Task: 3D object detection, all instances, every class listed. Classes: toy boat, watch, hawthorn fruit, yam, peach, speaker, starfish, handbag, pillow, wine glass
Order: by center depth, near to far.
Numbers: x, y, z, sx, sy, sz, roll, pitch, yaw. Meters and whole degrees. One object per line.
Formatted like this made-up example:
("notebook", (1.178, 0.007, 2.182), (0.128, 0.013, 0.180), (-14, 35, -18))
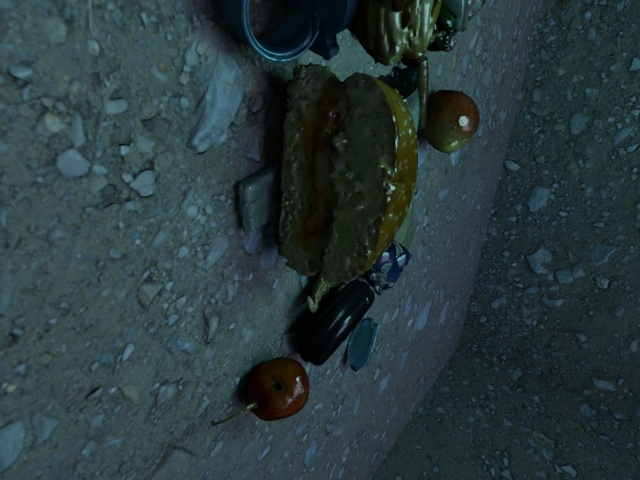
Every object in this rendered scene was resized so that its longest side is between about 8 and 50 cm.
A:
("watch", (-0.065, -0.396, 0.728), (0.193, 0.211, 0.211), (-26, 131, -24))
("hawthorn fruit", (-0.150, 0.402, 1.061), (0.285, 0.165, 0.165), (-24, 127, -44))
("wine glass", (0.176, -0.267, 1.165), (0.190, 0.190, 0.357), (-50, 143, -32))
("starfish", (0.029, 0.107, 1.266), (0.302, 0.060, 0.299), (87, 28, -57))
("handbag", (0.052, 0.248, 1.284), (0.308, 0.093, 0.254), (-38, 159, -43))
("speaker", (0.251, -0.491, 1.301), (0.094, 0.060, 0.076), (22, 87, -25))
("yam", (0.334, -0.490, 1.432), (0.057, 0.056, 0.241), (-45, 140, -36))
("peach", (0.459, -0.441, 1.545), (0.232, 0.232, 0.233), (-35, 135, -45))
("pillow", (0.290, -0.020, 1.602), (0.274, 0.076, 0.281), (-53, 146, -29))
("toy boat", (0.165, 0.396, 1.625), (0.102, 0.088, 0.215), (27, 82, -64))

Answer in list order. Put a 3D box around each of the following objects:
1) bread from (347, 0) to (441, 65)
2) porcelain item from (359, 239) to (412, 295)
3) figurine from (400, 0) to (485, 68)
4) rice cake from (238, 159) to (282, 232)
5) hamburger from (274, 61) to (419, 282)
("bread", (0.117, -0.518, 0.749), (0.191, 0.370, 0.314), (-13, 132, -8))
("porcelain item", (0.209, 0.062, 1.404), (0.186, 0.138, 0.288), (-39, 147, -3))
("figurine", (0.364, -0.674, 1.273), (0.370, 0.167, 0.281), (-53, 162, -14))
("rice cake", (-0.101, -0.111, 0.943), (0.211, 0.038, 0.124), (-36, 135, -45))
("hamburger", (0.080, -0.144, 0.935), (0.287, 0.268, 0.446), (-31, 130, -53))
